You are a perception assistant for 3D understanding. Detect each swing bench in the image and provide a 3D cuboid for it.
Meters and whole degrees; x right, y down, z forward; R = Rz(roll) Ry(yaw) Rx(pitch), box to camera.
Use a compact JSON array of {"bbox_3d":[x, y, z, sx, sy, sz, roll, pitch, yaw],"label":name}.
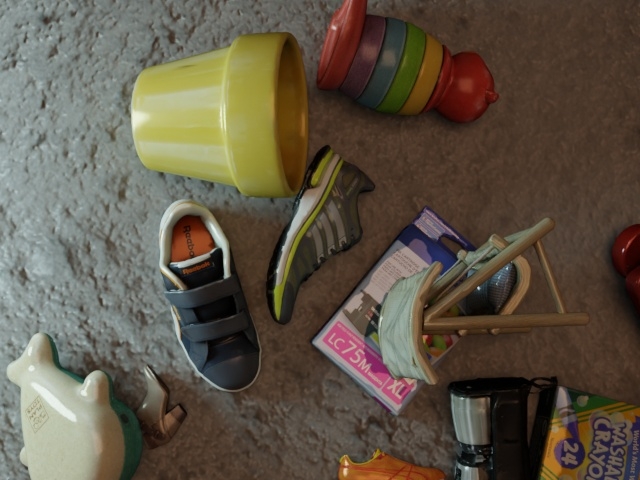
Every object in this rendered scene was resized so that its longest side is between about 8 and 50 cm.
[{"bbox_3d":[0.212,0.095,1.295,0.254,0.253,0.165,-19,85,-9],"label":"swing bench"}]

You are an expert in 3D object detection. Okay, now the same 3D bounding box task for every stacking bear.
[{"bbox_3d":[0.152,-0.283,1.457,0.288,0.175,0.164,17,79,-11],"label":"stacking bear"}]

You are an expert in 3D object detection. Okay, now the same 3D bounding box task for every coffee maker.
[{"bbox_3d":[0.290,0.313,1.385,0.171,0.120,0.178,-4,93,19],"label":"coffee maker"}]

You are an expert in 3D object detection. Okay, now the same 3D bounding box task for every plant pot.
[{"bbox_3d":[-0.155,-0.194,1.377,0.238,0.254,0.254,0,82,11],"label":"plant pot"}]

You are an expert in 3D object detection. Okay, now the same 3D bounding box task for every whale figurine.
[{"bbox_3d":[-0.375,0.271,1.343,0.216,0.141,0.272,-48,64,19],"label":"whale figurine"}]

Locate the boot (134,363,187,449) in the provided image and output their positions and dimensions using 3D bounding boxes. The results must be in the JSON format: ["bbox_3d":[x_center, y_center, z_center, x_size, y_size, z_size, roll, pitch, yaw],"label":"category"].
[{"bbox_3d":[-0.272,0.268,1.391,0.087,0.042,0.118,-39,80,-2],"label":"boot"}]

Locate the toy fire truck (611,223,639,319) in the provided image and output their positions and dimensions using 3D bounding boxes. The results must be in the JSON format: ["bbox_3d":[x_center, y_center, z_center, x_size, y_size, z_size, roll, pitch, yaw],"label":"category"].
[{"bbox_3d":[0.654,0.067,1.467,0.302,0.169,0.254,-31,110,-8],"label":"toy fire truck"}]

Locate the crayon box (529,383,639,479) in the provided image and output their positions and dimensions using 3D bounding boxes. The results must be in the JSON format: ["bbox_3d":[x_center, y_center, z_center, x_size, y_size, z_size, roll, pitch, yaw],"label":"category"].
[{"bbox_3d":[0.505,0.372,1.431,0.322,0.083,0.203,15,81,-4],"label":"crayon box"}]

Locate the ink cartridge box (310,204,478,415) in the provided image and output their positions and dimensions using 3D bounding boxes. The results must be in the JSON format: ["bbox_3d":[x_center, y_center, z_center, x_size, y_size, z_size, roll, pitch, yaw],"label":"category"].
[{"bbox_3d":[0.151,0.109,1.446,0.185,0.065,0.311,40,78,0],"label":"ink cartridge box"}]

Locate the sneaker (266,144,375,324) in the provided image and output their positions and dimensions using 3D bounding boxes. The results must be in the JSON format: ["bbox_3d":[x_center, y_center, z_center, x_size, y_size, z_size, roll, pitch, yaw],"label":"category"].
[{"bbox_3d":[0.000,0.000,1.423,0.121,0.111,0.300,23,83,-8],"label":"sneaker"}]

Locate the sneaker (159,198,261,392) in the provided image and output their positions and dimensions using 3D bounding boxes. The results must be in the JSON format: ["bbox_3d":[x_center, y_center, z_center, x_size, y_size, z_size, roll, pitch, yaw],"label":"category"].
[{"bbox_3d":[-0.181,0.089,1.382,0.126,0.127,0.321,-21,86,-10],"label":"sneaker"}]

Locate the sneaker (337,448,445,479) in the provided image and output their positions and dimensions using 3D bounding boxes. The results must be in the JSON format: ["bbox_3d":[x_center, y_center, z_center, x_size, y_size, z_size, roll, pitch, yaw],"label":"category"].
[{"bbox_3d":[0.116,0.368,1.404,0.175,0.064,0.068,4,72,-8],"label":"sneaker"}]
